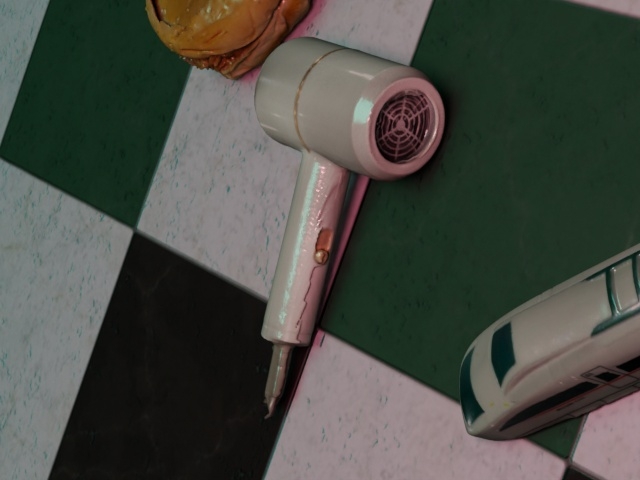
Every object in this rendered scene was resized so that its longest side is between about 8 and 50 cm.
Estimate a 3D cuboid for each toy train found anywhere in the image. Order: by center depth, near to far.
[{"bbox_3d":[0.226,0.062,1.377,0.407,0.088,0.086,-32,55,42],"label":"toy train"}]

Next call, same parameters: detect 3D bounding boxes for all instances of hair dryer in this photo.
[{"bbox_3d":[0.000,0.000,1.688,0.173,0.107,0.357,25,106,52],"label":"hair dryer"}]

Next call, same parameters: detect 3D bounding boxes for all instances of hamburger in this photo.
[{"bbox_3d":[-0.088,-0.272,1.868,0.213,0.108,0.214,-21,59,40],"label":"hamburger"}]
